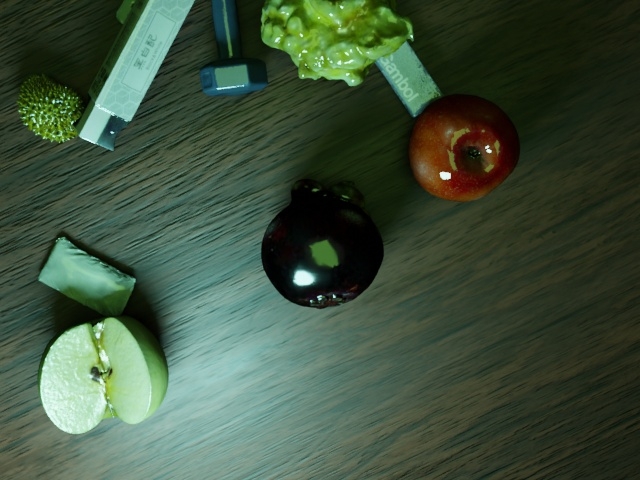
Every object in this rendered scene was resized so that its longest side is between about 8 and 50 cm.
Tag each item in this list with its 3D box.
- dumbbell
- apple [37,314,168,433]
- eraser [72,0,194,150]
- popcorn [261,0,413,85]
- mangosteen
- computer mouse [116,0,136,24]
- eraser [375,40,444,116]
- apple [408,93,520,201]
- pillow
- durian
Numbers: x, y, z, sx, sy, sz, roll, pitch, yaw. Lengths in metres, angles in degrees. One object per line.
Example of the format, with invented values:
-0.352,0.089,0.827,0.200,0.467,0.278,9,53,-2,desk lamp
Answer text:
-0.217,-0.501,1.601,0.160,0.144,0.324,-6,101,1,dumbbell
-0.518,0.314,1.678,0.295,0.233,0.257,-11,91,-3,apple
-0.427,-0.407,1.572,0.096,0.098,0.403,22,105,-38,eraser
0.036,-0.489,1.547,0.336,0.279,0.274,8,97,0,popcorn
-0.002,0.005,1.631,0.297,0.297,0.313,-14,93,-1,mangosteen
-0.441,-0.556,1.635,0.056,0.032,0.110,24,88,-6,computer mouse
0.205,-0.412,1.689,0.092,0.046,0.212,-37,100,3,eraser
0.344,-0.217,1.648,0.261,0.216,0.260,-1,103,-5,apple
-0.583,0.098,1.729,0.229,0.051,0.128,31,94,-6,pillow
-0.620,-0.297,1.636,0.208,0.102,0.146,21,107,-15,durian
